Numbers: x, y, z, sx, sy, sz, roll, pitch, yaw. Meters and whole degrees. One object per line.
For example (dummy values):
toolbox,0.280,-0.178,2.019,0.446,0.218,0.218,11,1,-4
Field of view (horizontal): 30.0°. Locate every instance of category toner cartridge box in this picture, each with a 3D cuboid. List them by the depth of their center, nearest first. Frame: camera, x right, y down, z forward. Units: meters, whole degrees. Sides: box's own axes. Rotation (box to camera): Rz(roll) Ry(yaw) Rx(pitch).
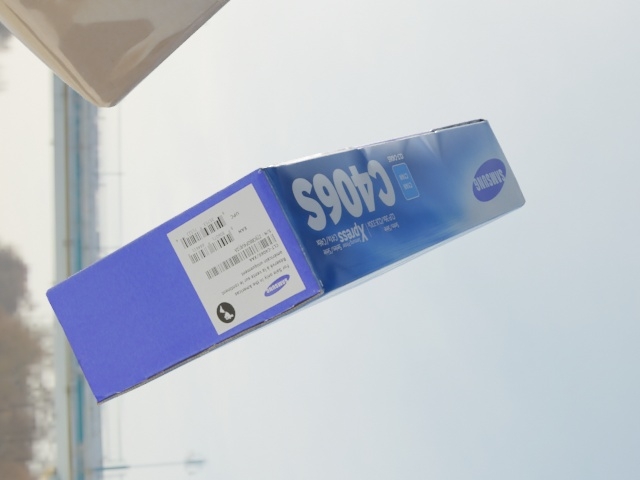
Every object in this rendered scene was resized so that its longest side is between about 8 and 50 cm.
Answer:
toner cartridge box,0.000,0.000,0.772,0.165,0.348,0.075,-26,-93,28

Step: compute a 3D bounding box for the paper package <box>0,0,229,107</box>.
paper package,-0.202,-0.331,1.041,0.325,0.309,0.168,49,-5,-22
